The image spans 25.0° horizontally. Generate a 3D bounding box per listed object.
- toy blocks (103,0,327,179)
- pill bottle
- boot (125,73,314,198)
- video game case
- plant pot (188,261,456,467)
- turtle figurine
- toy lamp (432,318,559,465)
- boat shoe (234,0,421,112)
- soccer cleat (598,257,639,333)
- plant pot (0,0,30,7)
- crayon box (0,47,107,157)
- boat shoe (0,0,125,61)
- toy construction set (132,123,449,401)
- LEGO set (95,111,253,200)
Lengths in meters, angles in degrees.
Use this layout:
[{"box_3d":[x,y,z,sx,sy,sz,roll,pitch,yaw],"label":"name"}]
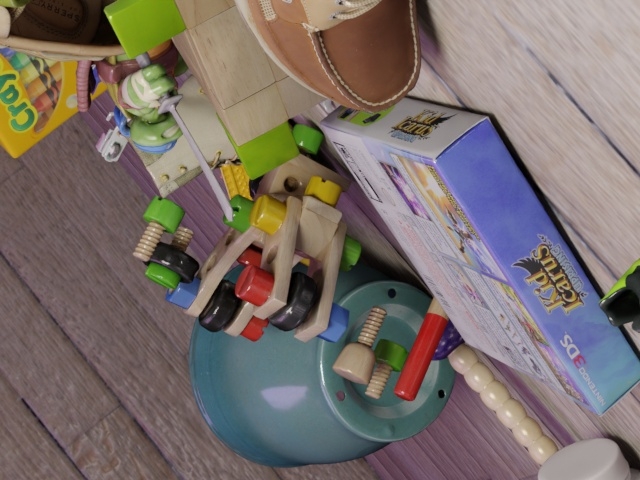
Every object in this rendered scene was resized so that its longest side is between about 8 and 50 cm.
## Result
[{"box_3d":[-0.112,-0.265,1.132,0.261,0.191,0.381,57,174,36],"label":"toy blocks"},{"box_3d":[0.289,0.302,1.396,0.215,0.117,0.117,64,167,-15],"label":"pill bottle"},{"box_3d":[-0.111,-0.093,1.644,0.213,0.165,0.077,51,171,12],"label":"boot"},{"box_3d":[0.133,0.002,1.228,0.269,0.061,0.244,55,170,-21],"label":"video game case"},{"box_3d":[0.018,0.143,1.707,0.271,0.272,0.255,54,155,-15],"label":"plant pot"},{"box_3d":[-0.122,-0.201,1.368,0.275,0.198,0.266,24,137,47],"label":"turtle figurine"},{"box_3d":[0.212,0.197,1.520,0.274,0.080,0.080,49,170,14],"label":"toy lamp"},{"box_3d":[0.005,-0.195,0.949,0.116,0.123,0.324,39,166,41],"label":"boat shoe"},{"box_3d":[0.241,0.048,0.895,0.060,0.072,0.179,55,169,-19],"label":"soccer cleat"},{"box_3d":[-0.289,-0.272,0.896,0.294,0.274,0.275,29,169,-1],"label":"plant pot"},{"box_3d":[-0.299,-0.232,1.536,0.083,0.323,0.203,43,167,38],"label":"crayon box"},{"box_3d":[-0.272,-0.215,1.129,0.110,0.121,0.341,14,-176,36],"label":"boat shoe"},{"box_3d":[0.000,0.000,1.486,0.309,0.237,0.257,25,165,4],"label":"toy construction set"},{"box_3d":[-0.163,-0.121,1.964,0.287,0.132,0.107,31,-159,-34],"label":"LEGO set"}]
